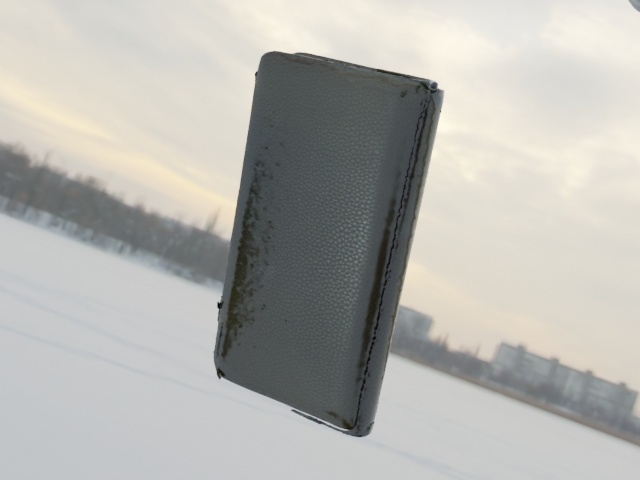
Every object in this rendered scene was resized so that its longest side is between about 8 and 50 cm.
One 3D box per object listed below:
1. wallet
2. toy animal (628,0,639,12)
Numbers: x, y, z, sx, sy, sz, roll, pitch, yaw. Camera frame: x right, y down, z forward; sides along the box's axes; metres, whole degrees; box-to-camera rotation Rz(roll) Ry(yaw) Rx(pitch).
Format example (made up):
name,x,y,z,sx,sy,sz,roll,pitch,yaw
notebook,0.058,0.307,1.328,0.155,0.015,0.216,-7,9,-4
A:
name,x,y,z,sx,sy,sz,roll,pitch,yaw
wallet,0.000,0.000,0.595,0.110,0.198,0.031,17,16,28
toy animal,0.245,-0.136,0.388,0.208,0.154,0.325,32,-8,-35
